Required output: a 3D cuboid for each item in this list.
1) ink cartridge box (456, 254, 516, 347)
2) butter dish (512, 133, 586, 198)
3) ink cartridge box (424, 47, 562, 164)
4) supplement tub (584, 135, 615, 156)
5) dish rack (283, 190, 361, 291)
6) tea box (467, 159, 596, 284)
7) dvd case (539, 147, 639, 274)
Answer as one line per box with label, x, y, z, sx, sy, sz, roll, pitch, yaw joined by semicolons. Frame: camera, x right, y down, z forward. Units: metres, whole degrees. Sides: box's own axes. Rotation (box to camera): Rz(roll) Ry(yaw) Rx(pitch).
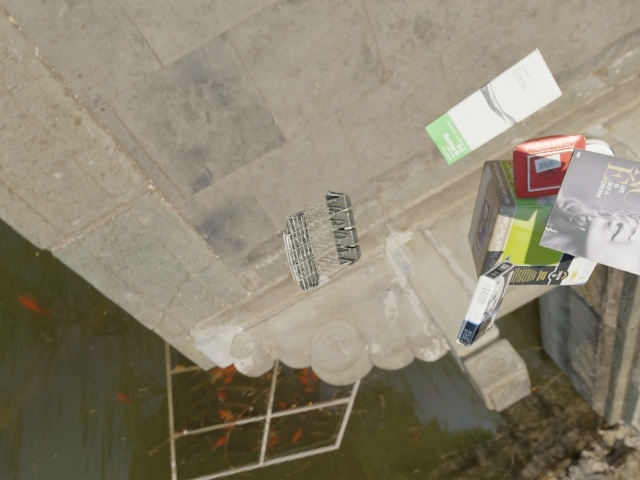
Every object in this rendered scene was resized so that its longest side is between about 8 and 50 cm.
ink cartridge box;0.448;0.156;1.178;0.208;0.045;0.207;-20;129;-46
butter dish;0.563;-0.202;1.121;0.160;0.118;0.160;-7;127;17
ink cartridge box;0.430;-0.331;1.112;0.289;0.211;0.122;-32;94;32
supplement tub;0.850;-0.255;1.426;0.144;0.144;0.199;-59;170;26
dish rack;0.000;0.000;1.124;0.271;0.074;0.209;-28;109;-46
tea box;0.637;-0.049;1.319;0.323;0.220;0.329;-1;136;5
dvd case;0.481;-0.036;0.687;0.018;0.221;0.165;-19;125;-64
